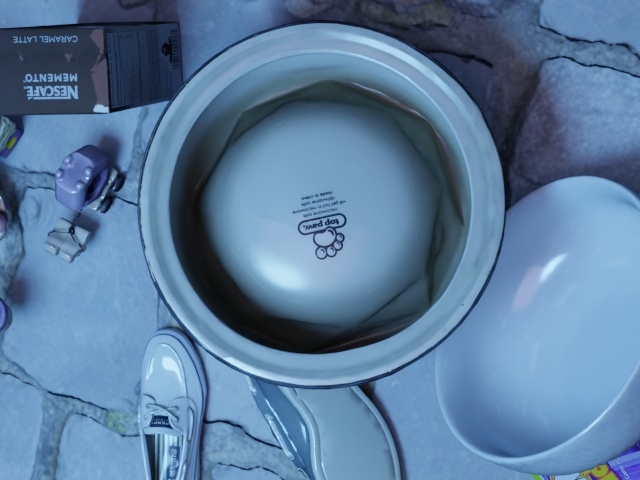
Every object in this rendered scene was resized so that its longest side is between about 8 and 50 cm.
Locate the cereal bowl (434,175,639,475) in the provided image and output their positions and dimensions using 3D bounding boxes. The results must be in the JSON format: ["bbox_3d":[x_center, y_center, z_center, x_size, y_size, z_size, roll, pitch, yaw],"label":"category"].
[{"bbox_3d":[0.288,0.107,1.710,0.141,0.339,0.339,27,109,-30],"label":"cereal bowl"}]

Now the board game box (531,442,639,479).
[{"bbox_3d":[0.427,0.321,1.781,0.233,0.078,0.347,-37,89,29],"label":"board game box"}]

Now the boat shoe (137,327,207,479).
[{"bbox_3d":[-0.187,0.226,1.950,0.083,0.076,0.226,-4,98,15],"label":"boat shoe"}]

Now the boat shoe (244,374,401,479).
[{"bbox_3d":[-0.006,0.218,1.910,0.099,0.116,0.319,-15,106,60],"label":"boat shoe"}]

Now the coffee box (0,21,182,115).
[{"bbox_3d":[-0.266,-0.203,1.809,0.141,0.246,0.098,0,99,15],"label":"coffee box"}]

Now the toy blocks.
[{"bbox_3d":[-0.451,-0.051,1.844,0.309,0.260,0.289,28,86,8],"label":"toy blocks"}]

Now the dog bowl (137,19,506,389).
[{"bbox_3d":[0.004,-0.034,1.769,0.408,0.150,0.408,0,83,4],"label":"dog bowl"}]
